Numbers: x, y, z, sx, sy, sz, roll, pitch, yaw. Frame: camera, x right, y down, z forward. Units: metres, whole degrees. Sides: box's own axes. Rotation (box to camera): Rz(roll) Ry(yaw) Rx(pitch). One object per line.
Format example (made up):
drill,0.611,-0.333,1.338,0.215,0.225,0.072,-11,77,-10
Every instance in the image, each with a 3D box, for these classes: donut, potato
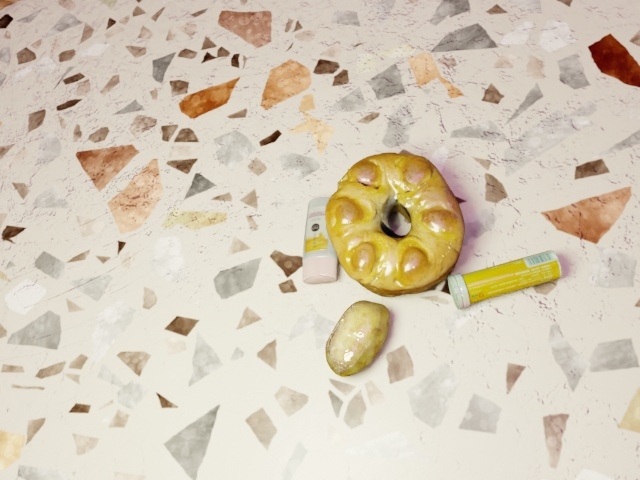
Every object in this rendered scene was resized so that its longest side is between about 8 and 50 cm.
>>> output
donut,0.161,-0.032,1.309,0.299,0.150,0.318,16,68,20
potato,0.076,0.200,1.253,0.107,0.080,0.171,23,76,21

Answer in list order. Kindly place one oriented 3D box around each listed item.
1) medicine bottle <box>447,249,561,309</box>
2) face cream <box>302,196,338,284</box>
medicine bottle,0.375,0.078,1.251,0.217,0.074,0.074,-16,62,3
face cream,0.000,0.000,1.381,0.084,0.057,0.199,-10,61,22
